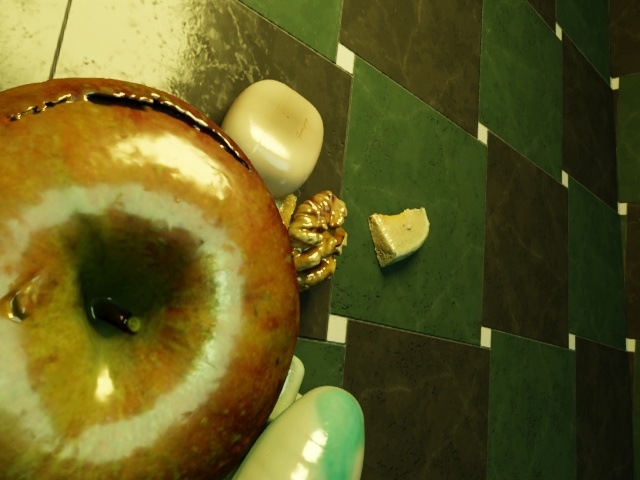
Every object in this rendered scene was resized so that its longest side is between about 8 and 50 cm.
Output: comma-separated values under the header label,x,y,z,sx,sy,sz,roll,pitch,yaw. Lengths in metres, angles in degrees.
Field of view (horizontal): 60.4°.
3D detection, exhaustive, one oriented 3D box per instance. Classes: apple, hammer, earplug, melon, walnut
label,x,y,z,sx,sy,sz,roll,pitch,yaw
apple,-0.212,0.063,0.482,0.374,0.374,0.384,52,57,-26
hammer,-0.033,0.251,0.823,0.194,0.070,0.116,46,54,-36
earplug,-0.039,0.319,0.665,0.185,0.185,0.324,57,44,-23
melon,0.168,-0.014,1.079,0.182,0.054,0.098,-12,78,-45
walnut,0.000,0.000,0.852,0.170,0.069,0.142,-60,155,-45

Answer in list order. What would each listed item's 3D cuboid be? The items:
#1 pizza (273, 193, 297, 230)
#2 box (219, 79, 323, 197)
label,x,y,z,sx,sy,sz,roll,pitch,yaw
pizza,-0.129,0.008,0.760,0.292,0.058,0.197,-28,95,-43
box,-0.069,-0.149,0.792,0.146,0.088,0.200,34,41,-16
